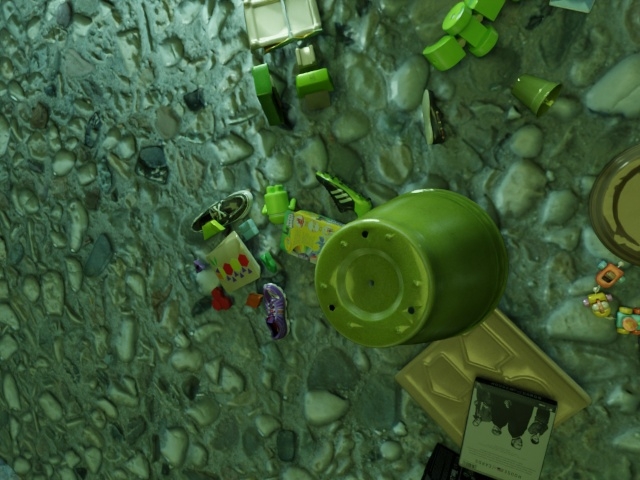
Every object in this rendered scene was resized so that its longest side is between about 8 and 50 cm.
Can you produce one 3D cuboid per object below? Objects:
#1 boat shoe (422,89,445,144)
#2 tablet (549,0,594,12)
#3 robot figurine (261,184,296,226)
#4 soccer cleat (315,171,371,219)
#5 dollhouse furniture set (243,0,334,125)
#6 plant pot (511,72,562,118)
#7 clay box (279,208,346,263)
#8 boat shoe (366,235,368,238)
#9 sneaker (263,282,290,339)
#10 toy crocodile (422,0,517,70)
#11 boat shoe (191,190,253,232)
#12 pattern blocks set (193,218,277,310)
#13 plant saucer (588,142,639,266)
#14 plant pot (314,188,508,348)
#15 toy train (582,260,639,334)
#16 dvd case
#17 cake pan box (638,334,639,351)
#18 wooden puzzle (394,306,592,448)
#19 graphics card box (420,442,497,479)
[{"bbox_3d":[0.271,-0.296,1.119,0.042,0.049,0.133,-8,88,-3],"label":"boat shoe"},{"bbox_3d":[0.535,-0.516,0.982,0.083,0.006,0.054,23,107,18],"label":"tablet"},{"bbox_3d":[-0.120,-0.097,1.312,0.101,0.067,0.115,-9,95,17],"label":"robot figurine"},{"bbox_3d":[0.052,-0.118,1.237,0.179,0.060,0.072,36,112,12],"label":"soccer cleat"},{"bbox_3d":[-0.080,-0.491,1.234,0.198,0.151,0.301,-12,75,5],"label":"dollhouse furniture set"},{"bbox_3d":[0.463,-0.322,1.012,0.079,0.083,0.083,44,113,25],"label":"plant pot"},{"bbox_3d":[0.000,0.000,1.277,0.222,0.053,0.127,21,114,21],"label":"clay box"},{"bbox_3d":[0.182,-0.009,1.209,0.153,0.048,0.056,-22,94,32],"label":"boat shoe"},{"bbox_3d":[-0.134,0.210,1.366,0.068,0.071,0.170,-14,91,25],"label":"sneaker"},{"bbox_3d":[0.359,-0.525,1.013,0.115,0.105,0.340,24,113,-25],"label":"toy crocodile"},{"bbox_3d":[-0.295,-0.078,1.392,0.219,0.070,0.078,-31,85,25],"label":"boat shoe"},{"bbox_3d":[-0.259,0.072,1.375,0.325,0.026,0.285,-17,100,39],"label":"pattern blocks set"},{"bbox_3d":[0.712,-0.072,0.957,0.278,0.041,0.278,4,101,23],"label":"plant saucer"},{"bbox_3d":[0.173,0.070,0.982,0.366,0.353,0.366,3,96,31],"label":"plant pot"},{"bbox_3d":[0.654,0.131,1.011,0.166,0.046,0.125,44,113,12],"label":"toy train"},{"bbox_3d":[0.434,0.456,1.093,0.179,0.029,0.238,12,108,24],"label":"dvd case"},{"bbox_3d":[0.824,0.315,0.954,0.267,0.070,0.245,-7,98,25],"label":"cake pan box"},{"bbox_3d":[0.407,0.354,1.147,0.322,0.080,0.348,46,118,12],"label":"wooden puzzle"},{"bbox_3d":[0.413,0.665,1.104,0.371,0.233,0.094,25,108,18],"label":"graphics card box"}]
